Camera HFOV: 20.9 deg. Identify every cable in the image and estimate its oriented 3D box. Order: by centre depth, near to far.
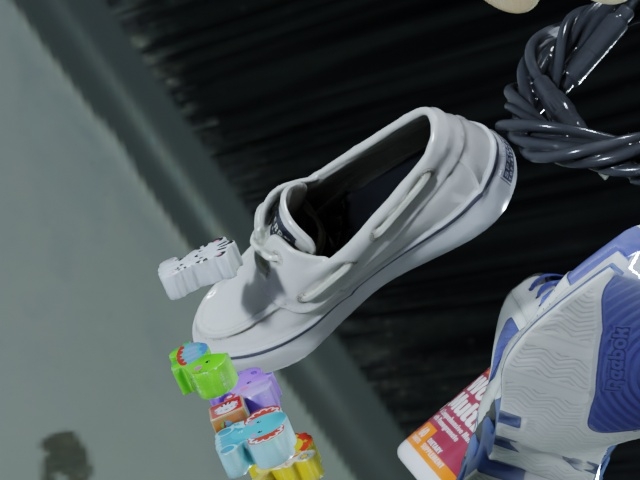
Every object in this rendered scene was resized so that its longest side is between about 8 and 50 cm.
[{"bbox_3d":[0.184,-0.092,1.007,0.184,0.150,0.047,-64,147,-43],"label":"cable"}]

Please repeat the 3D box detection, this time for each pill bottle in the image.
[{"bbox_3d":[0.187,0.161,1.545,0.221,0.121,0.121,-41,120,-2],"label":"pill bottle"}]

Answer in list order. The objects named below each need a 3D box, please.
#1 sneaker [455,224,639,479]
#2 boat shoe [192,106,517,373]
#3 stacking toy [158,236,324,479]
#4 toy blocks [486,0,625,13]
[{"bbox_3d":[0.173,0.071,1.170,0.127,0.315,0.182,21,46,-5],"label":"sneaker"},{"bbox_3d":[0.000,0.000,1.118,0.088,0.267,0.096,28,45,-39],"label":"boat shoe"},{"bbox_3d":[-0.038,0.106,1.026,0.221,0.052,0.167,-112,180,-72],"label":"stacking toy"},{"bbox_3d":[0.148,-0.177,0.837,0.148,0.123,0.054,-46,115,-21],"label":"toy blocks"}]
